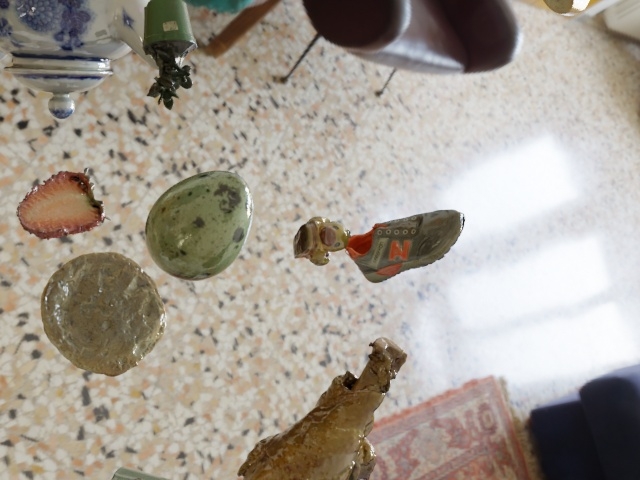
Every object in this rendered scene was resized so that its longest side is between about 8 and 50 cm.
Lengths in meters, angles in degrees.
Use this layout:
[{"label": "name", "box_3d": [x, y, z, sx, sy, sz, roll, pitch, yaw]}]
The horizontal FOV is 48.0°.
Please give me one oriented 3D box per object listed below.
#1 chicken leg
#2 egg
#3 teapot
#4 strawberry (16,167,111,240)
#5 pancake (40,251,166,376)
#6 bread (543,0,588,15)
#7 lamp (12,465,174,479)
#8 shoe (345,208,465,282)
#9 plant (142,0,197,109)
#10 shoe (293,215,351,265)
[{"label": "chicken leg", "box_3d": [0.033, 0.362, 1.324, 0.295, 0.182, 0.409, 32, 91, -49]}, {"label": "egg", "box_3d": [-0.212, -0.031, 1.286, 0.177, 0.228, 0.177, 35, 23, -17]}, {"label": "teapot", "box_3d": [-0.398, -0.326, 1.095, 0.252, 0.424, 0.280, -27, 124, -65]}, {"label": "strawberry", "box_3d": [-0.594, -0.072, 1.616, 0.208, 0.087, 0.167, -16, 70, -42]}, {"label": "pancake", "box_3d": [-0.255, 0.086, 0.850, 0.152, 0.025, 0.151, 15, 63, -33]}, {"label": "bread", "box_3d": [0.286, -0.300, 0.848, 0.049, 0.062, 0.103, 35, 32, 27]}, {"label": "lamp", "box_3d": [-0.239, 0.307, 0.783, 0.215, 0.121, 0.121, 2, 61, 2]}, {"label": "shoe", "box_3d": [0.117, -0.001, 1.044, 0.077, 0.194, 0.074, 38, 44, -27]}, {"label": "plant", "box_3d": [-0.141, -0.173, 0.680, 0.051, 0.051, 0.102, -1, 84, -46]}, {"label": "shoe", "box_3d": [-0.001, -0.002, 1.080, 0.069, 0.109, 0.072, 2, 59, -21]}]
